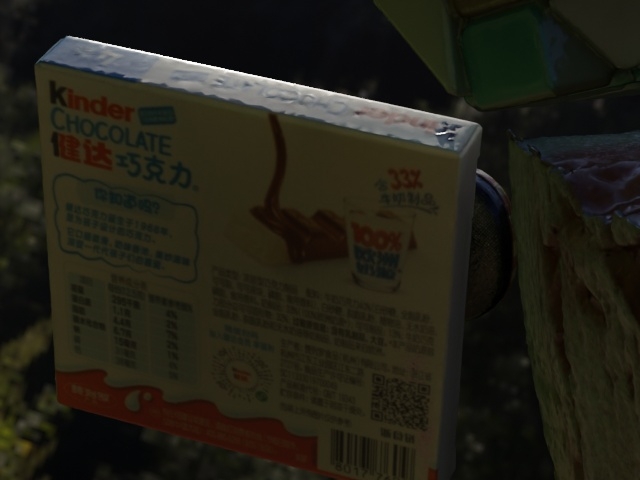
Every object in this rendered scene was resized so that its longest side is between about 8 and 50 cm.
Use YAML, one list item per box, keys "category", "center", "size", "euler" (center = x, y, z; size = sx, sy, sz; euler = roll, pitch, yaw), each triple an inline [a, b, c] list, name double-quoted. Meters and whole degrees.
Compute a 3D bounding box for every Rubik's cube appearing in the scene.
- category: "Rubik's cube"
  center: [0.142, -0.174, 0.977]
  size: [0.265, 0.224, 0.213]
  euler: [-12, 1, -33]

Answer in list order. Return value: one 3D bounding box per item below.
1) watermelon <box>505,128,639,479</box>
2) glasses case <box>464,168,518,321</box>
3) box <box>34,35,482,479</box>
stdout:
- category: "watermelon"
  center: [0.188, 0.055, 0.616]
  size: [0.262, 0.213, 0.201]
  euler: [-6, 1, 13]
- category: "glasses case"
  center: [0.000, 0.000, 1.540]
  size: [0.321, 0.122, 0.082]
  euler: [2, 11, 25]
- category: "box"
  center: [-0.042, 0.020, 1.211]
  size: [0.273, 0.265, 0.048]
  euler: [14, 37, 17]
